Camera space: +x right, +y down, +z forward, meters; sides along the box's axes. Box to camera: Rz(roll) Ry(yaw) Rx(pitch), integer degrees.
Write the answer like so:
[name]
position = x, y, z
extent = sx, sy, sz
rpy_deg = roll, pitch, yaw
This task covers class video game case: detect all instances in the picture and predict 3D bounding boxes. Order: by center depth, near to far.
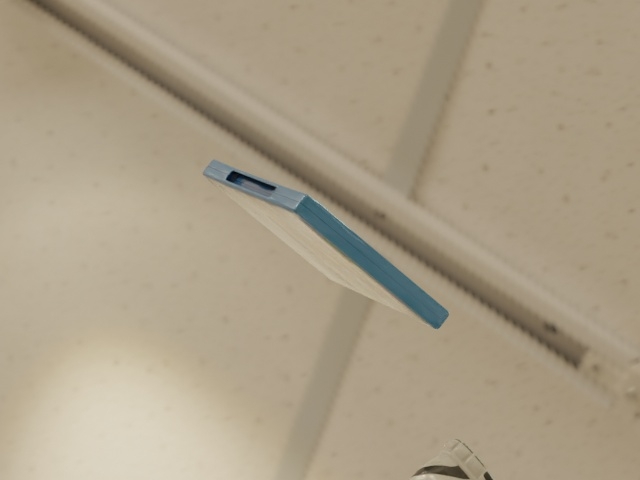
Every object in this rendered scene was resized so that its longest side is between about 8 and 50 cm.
[video game case]
position = 0.000, 0.000, 1.155
extent = 0.015, 0.119, 0.166
rpy_deg = -53, -157, -6

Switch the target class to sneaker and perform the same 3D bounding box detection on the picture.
[sneaker]
position = 0.088, 0.155, 1.020
extent = 0.109, 0.044, 0.040
rpy_deg = 43, -23, 43
